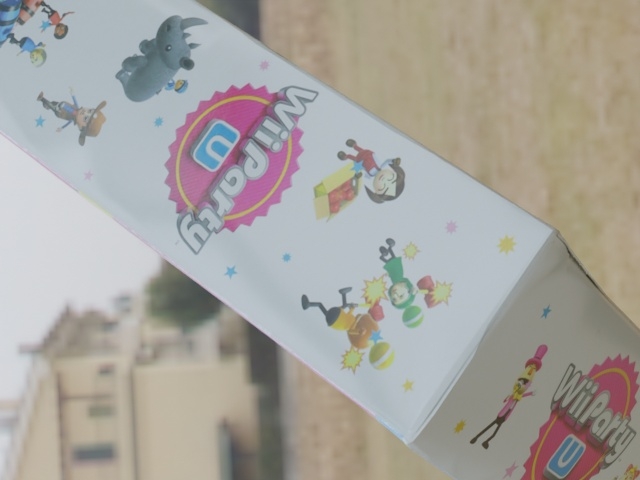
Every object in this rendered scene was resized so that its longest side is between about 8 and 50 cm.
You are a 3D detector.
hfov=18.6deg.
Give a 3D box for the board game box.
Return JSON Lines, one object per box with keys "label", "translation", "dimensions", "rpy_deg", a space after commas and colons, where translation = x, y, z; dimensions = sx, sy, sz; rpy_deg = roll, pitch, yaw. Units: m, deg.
{"label": "board game box", "translation": [0.000, 0.000, 0.841], "dimensions": [0.097, 0.303, 0.224], "rpy_deg": [-55, -34, -3]}
